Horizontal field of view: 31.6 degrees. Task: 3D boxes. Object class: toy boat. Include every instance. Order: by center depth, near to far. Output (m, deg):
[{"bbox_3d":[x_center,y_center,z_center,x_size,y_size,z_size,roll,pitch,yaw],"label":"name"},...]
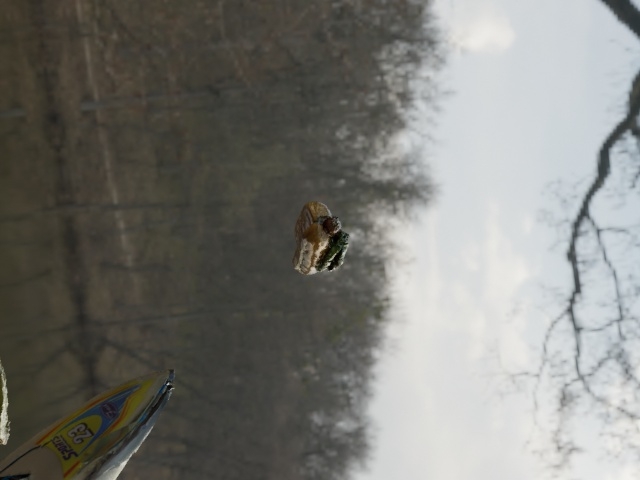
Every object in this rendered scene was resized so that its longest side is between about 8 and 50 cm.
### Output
[{"bbox_3d":[-0.154,0.138,0.580,0.084,0.210,0.066,35,-18,45],"label":"toy boat"}]

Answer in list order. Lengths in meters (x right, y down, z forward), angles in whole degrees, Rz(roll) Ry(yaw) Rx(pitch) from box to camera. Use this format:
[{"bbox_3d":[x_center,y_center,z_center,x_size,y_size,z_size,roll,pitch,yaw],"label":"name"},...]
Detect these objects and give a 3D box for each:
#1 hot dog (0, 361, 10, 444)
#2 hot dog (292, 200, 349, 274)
[{"bbox_3d":[-0.321,0.060,0.866,0.093,0.123,0.261,-61,141,-22],"label":"hot dog"},{"bbox_3d":[0.000,0.000,0.987,0.133,0.041,0.056,119,-25,-77],"label":"hot dog"}]
